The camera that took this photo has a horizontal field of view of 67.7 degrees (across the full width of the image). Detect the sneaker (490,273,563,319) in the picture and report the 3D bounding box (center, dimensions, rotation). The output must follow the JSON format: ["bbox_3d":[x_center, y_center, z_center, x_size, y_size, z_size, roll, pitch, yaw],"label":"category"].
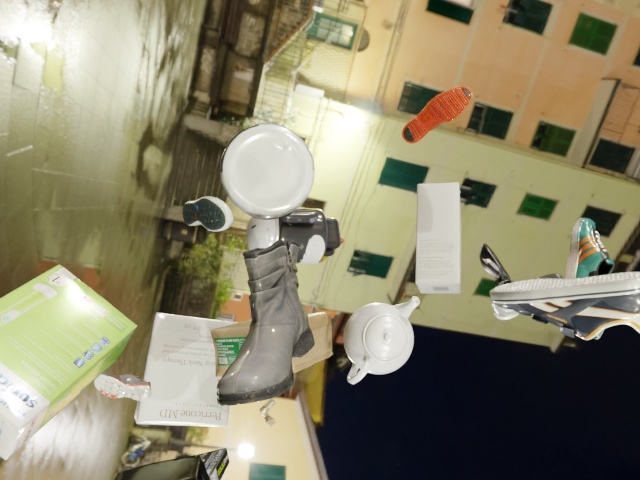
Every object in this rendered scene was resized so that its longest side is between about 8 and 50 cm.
[{"bbox_3d":[0.616,0.148,1.432,0.228,0.132,0.086,-33,-140,10],"label":"sneaker"}]

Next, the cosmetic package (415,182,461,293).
[{"bbox_3d":[0.428,-0.005,1.718,0.197,0.155,0.366,47,43,-65],"label":"cosmetic package"}]

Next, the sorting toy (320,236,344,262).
[{"bbox_3d":[0.000,0.000,2.010,0.365,0.127,0.126,-120,-128,-73],"label":"sorting toy"}]

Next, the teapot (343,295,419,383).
[{"bbox_3d":[0.197,0.323,1.561,0.187,0.252,0.256,126,-40,-77],"label":"teapot"}]

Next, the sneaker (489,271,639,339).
[{"bbox_3d":[0.525,0.146,1.023,0.321,0.126,0.128,-10,-85,46],"label":"sneaker"}]

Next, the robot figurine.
[{"bbox_3d":[-0.082,-0.019,1.436,0.173,0.278,0.209,-122,-141,-60],"label":"robot figurine"}]

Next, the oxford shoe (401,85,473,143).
[{"bbox_3d":[0.397,-0.438,1.624,0.271,0.097,0.098,-30,-169,36],"label":"oxford shoe"}]

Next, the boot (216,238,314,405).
[{"bbox_3d":[-0.103,0.121,0.820,0.338,0.118,0.223,-42,124,-78],"label":"boot"}]

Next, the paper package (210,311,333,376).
[{"bbox_3d":[-0.164,0.359,1.671,0.309,0.324,0.168,4,78,-65],"label":"paper package"}]

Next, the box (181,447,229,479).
[{"bbox_3d":[-0.328,0.570,1.151,0.191,0.184,0.045,98,-23,-85],"label":"box"}]

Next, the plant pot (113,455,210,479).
[{"bbox_3d":[-0.281,0.516,0.887,0.187,0.166,0.188,151,-82,-79],"label":"plant pot"}]

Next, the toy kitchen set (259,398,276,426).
[{"bbox_3d":[-0.196,0.716,1.970,0.075,0.083,0.068,-42,-162,-7],"label":"toy kitchen set"}]

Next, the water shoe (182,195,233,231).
[{"bbox_3d":[-0.230,-0.065,1.045,0.203,0.080,0.073,10,-73,50],"label":"water shoe"}]

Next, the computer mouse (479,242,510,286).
[{"bbox_3d":[0.618,0.101,1.722,0.060,0.184,0.262,-39,-137,21],"label":"computer mouse"}]

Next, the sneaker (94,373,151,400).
[{"bbox_3d":[-0.554,0.404,1.344,0.061,0.157,0.065,-60,-159,14],"label":"sneaker"}]

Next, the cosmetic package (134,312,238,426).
[{"bbox_3d":[-0.534,0.523,1.902,0.327,0.329,0.394,142,-45,-62],"label":"cosmetic package"}]

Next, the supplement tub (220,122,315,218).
[{"bbox_3d":[-0.130,-0.154,1.169,0.338,0.207,0.207,-163,-96,-84],"label":"supplement tub"}]

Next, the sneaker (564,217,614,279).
[{"bbox_3d":[0.835,0.053,1.464,0.121,0.108,0.302,-1,-130,38],"label":"sneaker"}]

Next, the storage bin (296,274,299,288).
[{"bbox_3d":[-0.171,0.213,1.933,0.180,0.084,0.122,-56,-161,14],"label":"storage bin"}]

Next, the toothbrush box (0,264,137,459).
[{"bbox_3d":[-0.521,0.204,0.873,0.122,0.206,0.283,-52,-179,30],"label":"toothbrush box"}]
